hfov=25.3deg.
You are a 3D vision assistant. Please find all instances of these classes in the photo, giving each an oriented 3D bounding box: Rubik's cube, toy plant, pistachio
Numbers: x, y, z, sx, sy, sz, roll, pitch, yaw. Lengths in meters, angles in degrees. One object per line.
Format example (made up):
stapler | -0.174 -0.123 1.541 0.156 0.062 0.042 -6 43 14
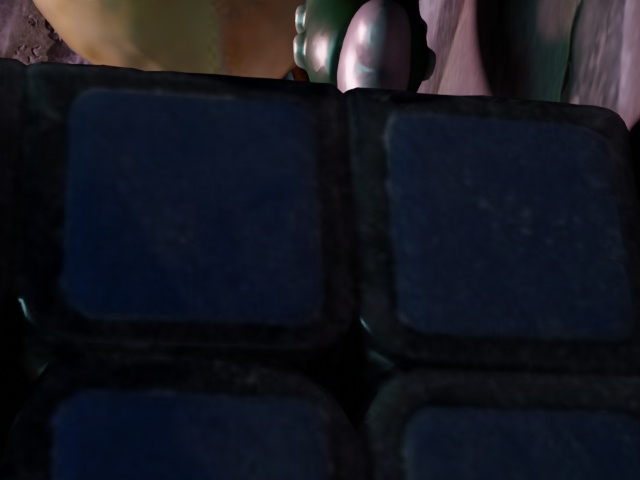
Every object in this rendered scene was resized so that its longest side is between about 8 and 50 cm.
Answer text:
Rubik's cube | -0.062 0.140 0.499 0.304 0.301 0.305 116 156 -63
toy plant | 0.030 -0.179 0.590 0.232 0.112 0.243 98 175 -50
pistachio | -0.091 -0.198 0.953 0.309 0.230 0.230 -122 36 -64

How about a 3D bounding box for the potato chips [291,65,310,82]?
potato chips | -0.010 -0.158 1.026 0.037 0.026 0.204 110 161 -45
